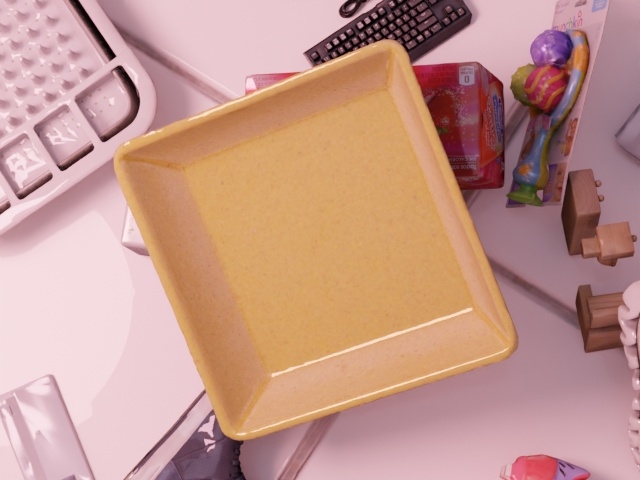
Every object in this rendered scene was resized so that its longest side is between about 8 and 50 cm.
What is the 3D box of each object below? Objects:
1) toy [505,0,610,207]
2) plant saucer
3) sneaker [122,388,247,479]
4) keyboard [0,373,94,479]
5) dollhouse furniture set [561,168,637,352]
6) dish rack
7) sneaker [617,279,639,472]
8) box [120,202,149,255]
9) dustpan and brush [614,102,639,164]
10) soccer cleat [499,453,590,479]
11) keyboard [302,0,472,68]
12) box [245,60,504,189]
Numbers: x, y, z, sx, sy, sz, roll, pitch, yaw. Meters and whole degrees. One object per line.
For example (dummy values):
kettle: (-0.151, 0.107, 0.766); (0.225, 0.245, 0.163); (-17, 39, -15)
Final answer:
toy: (0.234, -0.154, 1.811); (0.056, 0.137, 0.237); (12, 86, -18)
plant saucer: (0.000, 0.000, 1.729); (0.333, 0.081, 0.332); (-19, 98, 21)
sneaker: (-0.085, 0.234, 1.828); (0.163, 0.086, 0.226); (41, 80, 1)
keyboard: (-0.280, 0.276, 1.877); (0.072, 0.014, 0.256); (-23, 81, -3)
dollhouse furniture set: (0.329, 0.015, 1.794); (0.123, 0.144, 0.151); (-8, 67, 0)
dish rack: (-0.363, -0.187, 1.915); (0.285, 0.072, 0.333); (-35, 81, 1)
sneaker: (0.367, 0.180, 1.721); (0.110, 0.118, 0.292); (-17, 115, 2)
box: (-0.159, -0.032, 1.857); (0.087, 0.101, 0.102); (8, 83, 6)
dustpan and brush: (0.442, -0.098, 1.833); (0.211, 0.060, 0.147); (40, 99, 16)
soccer cleat: (0.221, 0.347, 1.783); (0.095, 0.083, 0.248); (8, 81, 2)
keyboard: (0.067, -0.240, 1.902); (0.180, 0.023, 0.108); (-33, 80, 0)
box: (0.059, -0.114, 1.808); (0.257, 0.128, 0.122); (-2, 86, 17)
